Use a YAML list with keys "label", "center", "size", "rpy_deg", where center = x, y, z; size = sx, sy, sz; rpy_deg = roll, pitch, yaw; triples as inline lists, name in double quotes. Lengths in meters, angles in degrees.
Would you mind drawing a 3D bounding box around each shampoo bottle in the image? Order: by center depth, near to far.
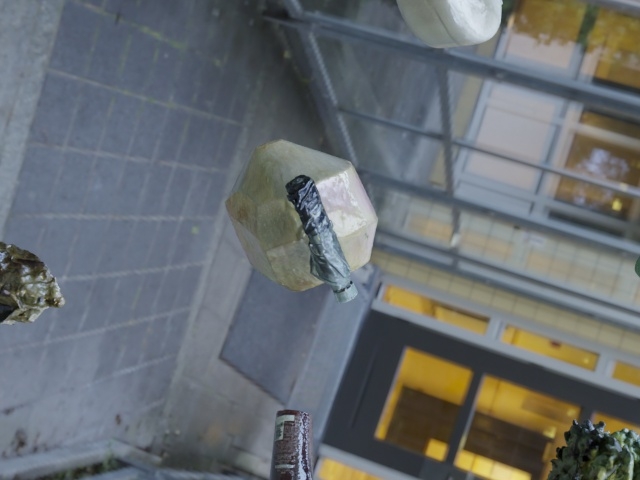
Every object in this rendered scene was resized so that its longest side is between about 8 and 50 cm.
- label: "shampoo bottle"
  center: [-0.046, 0.382, 1.577]
  size: [0.068, 0.067, 0.236]
  rpy_deg: [-41, -142, 53]

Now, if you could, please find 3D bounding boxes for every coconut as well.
- label: "coconut"
  center: [-0.026, -0.046, 1.500]
  size: [0.197, 0.237, 0.237]
  rpy_deg: [-26, 151, -13]

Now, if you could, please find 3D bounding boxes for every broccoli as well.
- label: "broccoli"
  center: [0.627, 0.494, 2.024]
  size: [0.272, 0.334, 0.324]
  rpy_deg: [-35, 145, -34]

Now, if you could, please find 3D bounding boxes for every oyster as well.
- label: "oyster"
  center: [-0.700, 0.102, 2.078]
  size: [0.221, 0.361, 0.096]
  rpy_deg: [-69, 171, 21]

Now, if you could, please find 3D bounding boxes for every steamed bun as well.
- label: "steamed bun"
  center: [0.256, -0.491, 2.062]
  size: [0.242, 0.146, 0.164]
  rpy_deg: [47, 57, -37]

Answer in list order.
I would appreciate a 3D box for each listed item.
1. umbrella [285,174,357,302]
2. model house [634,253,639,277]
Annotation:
- label: "umbrella"
  center: [0.000, 0.000, 1.340]
  size: [0.046, 0.050, 0.188]
  rpy_deg: [-66, 139, -52]
- label: "model house"
  center: [0.662, 0.119, 1.536]
  size: [0.300, 0.323, 0.340]
  rpy_deg: [-90, -155, -73]
